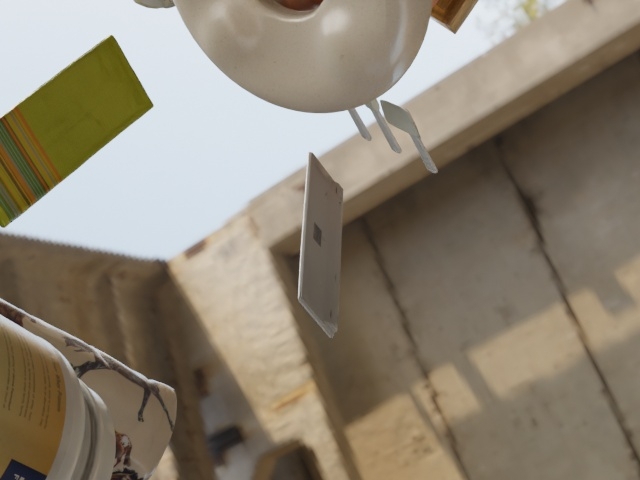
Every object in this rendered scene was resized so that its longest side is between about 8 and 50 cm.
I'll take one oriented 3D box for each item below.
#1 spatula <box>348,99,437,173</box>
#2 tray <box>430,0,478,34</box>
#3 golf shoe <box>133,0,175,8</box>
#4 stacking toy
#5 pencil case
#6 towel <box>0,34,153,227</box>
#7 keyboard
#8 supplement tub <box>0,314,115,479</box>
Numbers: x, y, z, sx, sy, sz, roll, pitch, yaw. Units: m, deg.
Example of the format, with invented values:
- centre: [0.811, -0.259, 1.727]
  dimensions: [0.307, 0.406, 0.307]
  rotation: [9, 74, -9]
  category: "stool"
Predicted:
- centre: [0.085, -0.164, 1.980]
  dimensions: [0.168, 0.019, 0.242]
  rotation: [28, 169, 25]
  category: "spatula"
- centre: [0.220, -0.521, 1.994]
  dimensions: [0.203, 0.411, 0.076]
  rotation: [36, -174, 15]
  category: "tray"
- centre: [-0.242, -0.470, 1.984]
  dimensions: [0.115, 0.140, 0.306]
  rotation: [-2, -102, -44]
  category: "golf shoe"
- centre: [0.072, -0.386, 1.694]
  dimensions: [0.351, 0.350, 0.480]
  rotation: [57, -137, -5]
  category: "stacking toy"
- centre: [-0.389, 0.214, 1.979]
  dimensions: [0.410, 0.183, 0.160]
  rotation: [31, -170, -25]
  category: "pencil case"
- centre: [-0.291, -0.122, 1.557]
  dimensions: [0.237, 0.021, 0.102]
  rotation: [-44, -59, -29]
  category: "towel"
- centre: [0.000, 0.000, 1.648]
  dimensions: [0.072, 0.014, 0.256]
  rotation: [45, -150, -32]
  category: "keyboard"
- centre: [-0.356, 0.158, 1.264]
  dimensions: [0.316, 0.228, 0.228]
  rotation: [40, -149, -46]
  category: "supplement tub"
